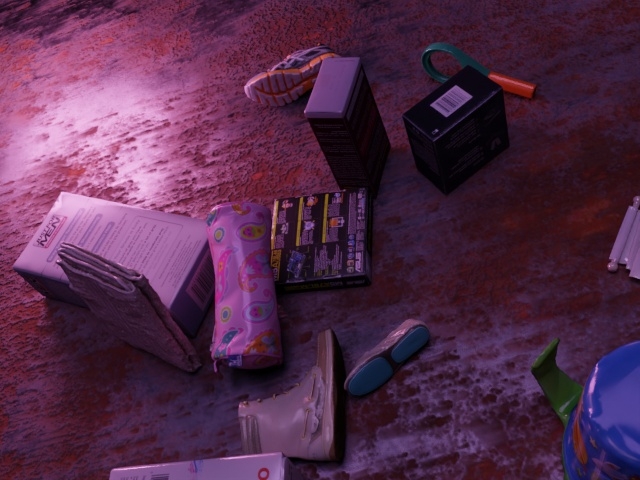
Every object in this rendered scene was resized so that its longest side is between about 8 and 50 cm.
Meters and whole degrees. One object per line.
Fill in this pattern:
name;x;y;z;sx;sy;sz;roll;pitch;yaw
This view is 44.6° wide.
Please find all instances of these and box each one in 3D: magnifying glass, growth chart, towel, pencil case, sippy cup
magnifying glass;0.303;-0.322;1.504;0.231;0.092;0.026;24;63;21
growth chart;0.570;0.021;1.201;0.237;0.021;0.172;25;68;32
towel;-0.315;0.117;1.285;0.187;0.282;0.049;20;61;29
pencil case;-0.131;0.079;1.311;0.124;0.124;0.284;-9;71;13
sippy cup;0.418;0.241;0.975;0.305;0.224;0.240;-1;56;20

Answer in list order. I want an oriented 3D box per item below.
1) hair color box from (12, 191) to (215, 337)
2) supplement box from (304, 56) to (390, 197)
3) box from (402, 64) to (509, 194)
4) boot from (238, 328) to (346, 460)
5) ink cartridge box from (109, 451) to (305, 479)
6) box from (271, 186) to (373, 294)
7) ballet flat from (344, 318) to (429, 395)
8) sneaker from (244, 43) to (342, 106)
hair color box;-0.369;0.039;1.466;0.374;0.113;0.185;11;61;25
supplement box;0.055;-0.197;1.397;0.073;0.239;0.130;4;58;23
box;0.242;-0.194;1.380;0.156;0.158;0.093;-38;53;-9
boot;-0.045;0.245;1.231;0.165;0.077;0.213;-9;57;16
ink cartridge box;-0.167;0.429;1.119;0.278;0.117;0.201;-9;54;14
box;0.000;0.000;1.405;0.184;0.045;0.190;-9;55;17
ballet flat;0.102;0.185;1.243;0.168;0.057;0.052;-35;25;-11
sneaker;-0.060;-0.354;1.654;0.215;0.084;0.083;-20;50;-7
